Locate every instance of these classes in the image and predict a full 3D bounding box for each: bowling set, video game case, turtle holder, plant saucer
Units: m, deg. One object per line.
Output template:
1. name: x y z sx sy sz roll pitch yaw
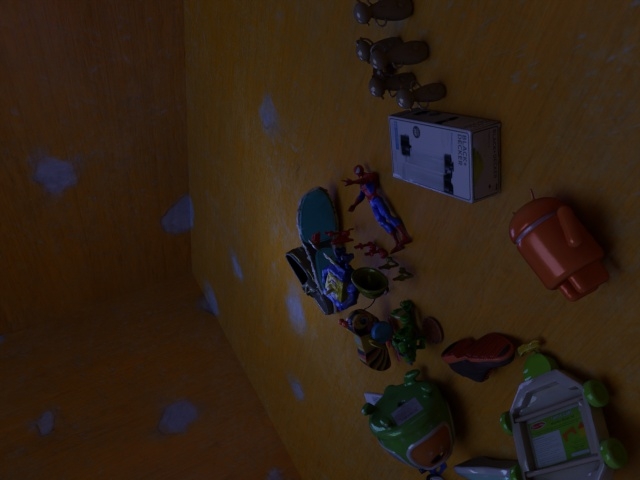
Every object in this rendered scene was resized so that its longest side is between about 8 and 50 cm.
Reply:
1. bowling set: 0.153 -0.413 1.414 0.200 0.154 0.286 -33 77 64
2. video game case: 0.224 0.632 2.163 0.157 0.019 0.143 -23 86 65
3. turtle holder: 0.264 0.553 1.775 0.227 0.243 0.320 57 147 -9
4. plant saucer: 0.325 0.260 1.705 0.083 0.013 0.083 42 142 46

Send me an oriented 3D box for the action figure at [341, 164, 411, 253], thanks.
1. action figure: 0.138 -0.092 1.702 0.280 0.139 0.091 66 153 16

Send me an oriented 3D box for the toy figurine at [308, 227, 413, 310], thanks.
1. toy figurine: 0.104 0.135 1.820 0.362 0.191 0.217 39 131 46

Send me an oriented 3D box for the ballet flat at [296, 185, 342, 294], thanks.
1. ballet flat: 0.000 0.000 2.054 0.147 0.147 0.408 25 129 57

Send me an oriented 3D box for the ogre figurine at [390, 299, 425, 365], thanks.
1. ogre figurine: 0.255 0.280 1.727 0.197 0.097 0.118 -109 -2 -59

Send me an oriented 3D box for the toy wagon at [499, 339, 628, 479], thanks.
1. toy wagon: 0.506 0.384 1.270 0.267 0.068 0.344 -45 38 48

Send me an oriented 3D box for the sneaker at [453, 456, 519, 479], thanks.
1. sneaker: 0.466 0.681 1.611 0.256 0.094 0.151 -31 73 62

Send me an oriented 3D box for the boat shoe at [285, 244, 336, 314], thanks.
1. boat shoe: -0.036 0.161 2.272 0.305 0.091 0.109 62 154 18

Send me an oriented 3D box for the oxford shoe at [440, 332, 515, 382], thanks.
1. oxford shoe: 0.414 0.302 1.489 0.098 0.097 0.271 52 161 -2

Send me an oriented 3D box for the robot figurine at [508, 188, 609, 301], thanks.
1. robot figurine: 0.454 0.006 1.137 0.128 0.158 0.219 -40 65 20

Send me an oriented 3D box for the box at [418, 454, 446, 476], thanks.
1. box: 0.327 0.689 1.978 0.225 0.037 0.136 53 150 30

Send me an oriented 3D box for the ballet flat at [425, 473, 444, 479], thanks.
1. ballet flat: 0.400 0.798 1.868 0.203 0.074 0.074 8 114 65

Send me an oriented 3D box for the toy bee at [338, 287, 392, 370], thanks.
1. toy bee: 0.134 0.281 1.886 0.195 0.162 0.298 150 108 -66

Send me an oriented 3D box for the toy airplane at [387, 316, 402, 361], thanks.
1. toy airplane: 0.235 0.320 1.910 0.151 0.028 0.151 37 133 55

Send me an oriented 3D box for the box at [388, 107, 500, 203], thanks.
1. box: 0.284 -0.207 1.375 0.290 0.087 0.169 31 134 54
